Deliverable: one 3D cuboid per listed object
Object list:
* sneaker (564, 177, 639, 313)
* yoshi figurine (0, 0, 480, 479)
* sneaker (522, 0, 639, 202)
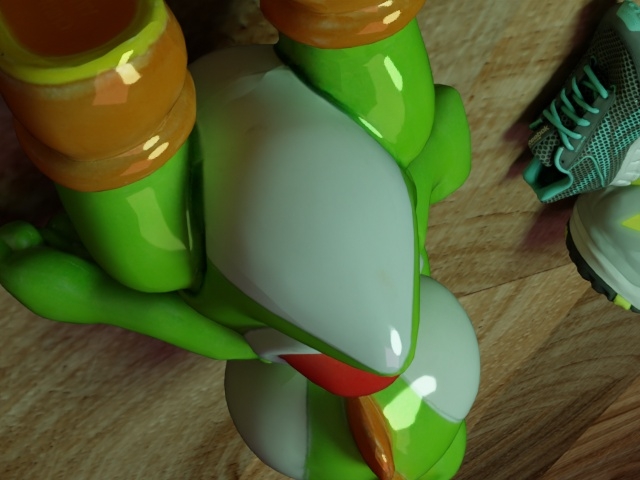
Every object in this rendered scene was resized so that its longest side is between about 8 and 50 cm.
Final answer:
[{"bbox_3d":[0.376,-0.027,0.774,0.385,0.145,0.147,-3,138,-9],"label":"sneaker"},{"bbox_3d":[-0.018,-0.014,0.488,0.362,0.204,0.203,70,36,-49],"label":"yoshi figurine"},{"bbox_3d":[0.162,-0.072,0.660,0.076,0.065,0.166,-24,150,-10],"label":"sneaker"}]
